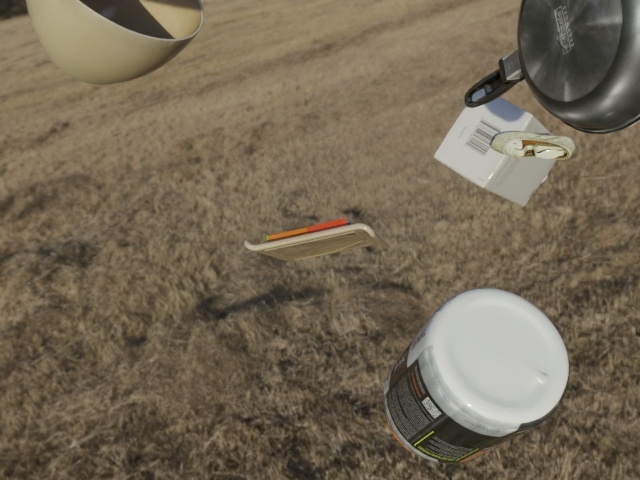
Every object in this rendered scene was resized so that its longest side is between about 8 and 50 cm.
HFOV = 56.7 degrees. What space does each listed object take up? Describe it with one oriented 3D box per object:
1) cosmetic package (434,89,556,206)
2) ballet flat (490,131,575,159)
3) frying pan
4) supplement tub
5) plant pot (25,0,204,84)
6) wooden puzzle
[{"bbox_3d":[0.453,-0.217,1.464,0.155,0.196,0.366,39,15,28],"label":"cosmetic package"},{"bbox_3d":[0.432,-0.192,1.218,0.168,0.057,0.052,4,42,26],"label":"ballet flat"},{"bbox_3d":[0.220,-0.213,0.595,0.053,0.197,0.326,-11,22,-18],"label":"frying pan"},{"bbox_3d":[0.206,0.216,0.879,0.194,0.316,0.193,5,59,-8],"label":"supplement tub"},{"bbox_3d":[-0.370,-0.379,1.004,0.191,0.284,0.284,-41,13,37],"label":"plant pot"},{"bbox_3d":[0.000,0.000,1.138,0.239,0.044,0.221,-7,-9,13],"label":"wooden puzzle"}]
